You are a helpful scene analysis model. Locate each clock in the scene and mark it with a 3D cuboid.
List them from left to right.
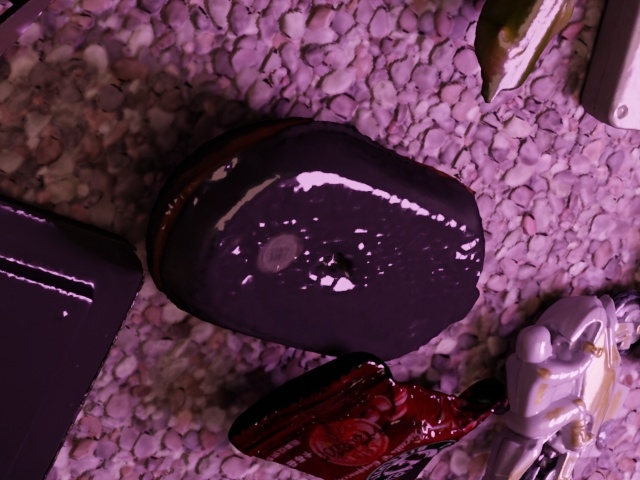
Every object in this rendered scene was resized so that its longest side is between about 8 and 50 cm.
[{"bbox_3d":[-0.285,0.092,1.081,0.279,0.049,0.273,20,101,-41],"label":"clock"}]

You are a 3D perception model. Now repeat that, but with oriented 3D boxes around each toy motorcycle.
[{"bbox_3d":[0.217,0.133,1.334,0.151,0.074,0.229,33,85,-40],"label":"toy motorcycle"}]

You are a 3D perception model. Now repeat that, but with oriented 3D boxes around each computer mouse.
[{"bbox_3d":[-0.003,-0.003,1.153,0.323,0.116,0.183,20,114,-45],"label":"computer mouse"}]

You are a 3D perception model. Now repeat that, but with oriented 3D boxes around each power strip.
[{"bbox_3d":[0.298,-0.231,1.226,0.093,0.053,0.288,4,110,-26],"label":"power strip"}]

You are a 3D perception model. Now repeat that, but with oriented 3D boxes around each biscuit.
[{"bbox_3d":[0.052,0.156,1.244,0.151,0.063,0.235,-34,149,27],"label":"biscuit"}]

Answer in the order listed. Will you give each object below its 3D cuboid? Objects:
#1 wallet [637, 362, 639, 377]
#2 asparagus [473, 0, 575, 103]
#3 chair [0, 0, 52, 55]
[{"bbox_3d":[0.348,0.046,1.367,0.095,0.033,0.190,-11,125,-59],"label":"wallet"},{"bbox_3d":[0.203,-0.265,1.153,0.082,0.085,0.343,19,105,-26],"label":"asparagus"},{"bbox_3d":[-0.304,-0.156,0.918,0.319,0.186,0.160,-41,127,-5],"label":"chair"}]
